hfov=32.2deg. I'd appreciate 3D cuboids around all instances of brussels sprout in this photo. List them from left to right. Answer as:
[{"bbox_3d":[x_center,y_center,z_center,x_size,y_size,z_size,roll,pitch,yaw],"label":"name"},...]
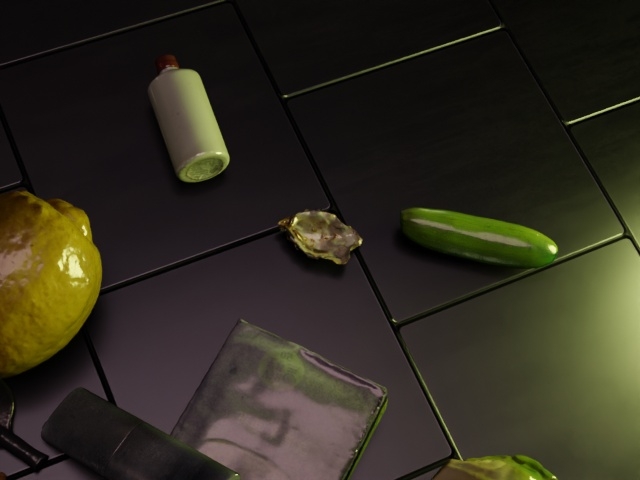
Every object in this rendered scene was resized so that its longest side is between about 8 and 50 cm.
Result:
[{"bbox_3d":[0.283,0.445,1.703,0.294,0.259,0.227,30,72,7],"label":"brussels sprout"}]

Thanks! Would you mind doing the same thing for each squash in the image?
[{"bbox_3d":[0.282,-0.004,2.006,0.293,0.082,0.082,12,65,0],"label":"squash"}]

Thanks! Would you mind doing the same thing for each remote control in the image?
[{"bbox_3d":[-0.284,0.330,1.698,0.378,0.044,0.107,18,58,39],"label":"remote control"}]

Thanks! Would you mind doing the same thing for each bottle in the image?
[{"bbox_3d":[-0.251,-0.234,2.035,0.104,0.104,0.245,-17,69,-14],"label":"bottle"}]

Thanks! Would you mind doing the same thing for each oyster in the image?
[{"bbox_3d":[-0.006,-0.006,1.988,0.148,0.051,0.103,32,54,-1],"label":"oyster"}]

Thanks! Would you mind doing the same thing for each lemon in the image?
[{"bbox_3d":[-0.500,0.078,1.776,0.285,0.285,0.316,17,96,1],"label":"lemon"}]

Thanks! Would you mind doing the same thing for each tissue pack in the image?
[{"bbox_3d":[-0.101,0.357,1.767,0.288,0.124,0.394,26,65,10],"label":"tissue pack"}]

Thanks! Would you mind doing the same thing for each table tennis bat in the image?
[{"bbox_3d":[-0.544,0.298,1.797,0.236,0.027,0.150,32,65,9],"label":"table tennis bat"}]

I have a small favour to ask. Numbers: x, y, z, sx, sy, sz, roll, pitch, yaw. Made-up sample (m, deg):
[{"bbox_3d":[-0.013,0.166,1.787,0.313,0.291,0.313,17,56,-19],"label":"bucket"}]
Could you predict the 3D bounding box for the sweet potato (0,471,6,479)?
[{"bbox_3d":[-0.558,0.451,1.711,0.065,0.051,0.218,37,67,6],"label":"sweet potato"}]
